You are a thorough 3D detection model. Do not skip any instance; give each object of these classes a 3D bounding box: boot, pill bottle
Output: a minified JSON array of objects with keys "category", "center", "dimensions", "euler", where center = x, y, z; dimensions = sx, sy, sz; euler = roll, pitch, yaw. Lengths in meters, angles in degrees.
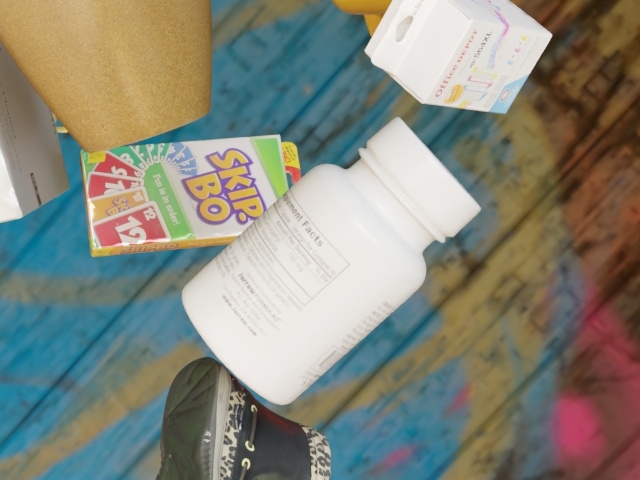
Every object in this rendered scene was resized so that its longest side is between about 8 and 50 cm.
[{"category":"boot","center":[-0.069,0.242,1.236],"dimensions":[0.179,0.085,0.236],"euler":[35,50,-40]},{"category":"pill bottle","center":[0.011,0.013,1.108],"dimensions":[0.131,0.229,0.131],"euler":[47,7,-7]}]

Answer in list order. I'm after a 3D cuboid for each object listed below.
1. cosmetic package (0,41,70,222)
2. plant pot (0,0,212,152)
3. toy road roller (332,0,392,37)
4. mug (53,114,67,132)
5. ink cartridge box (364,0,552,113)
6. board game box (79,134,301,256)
[{"category":"cosmetic package","center":[-0.407,-0.127,1.571],"dimensions":[0.385,0.156,0.217],"euler":[-101,179,-81]},{"category":"plant pot","center":[-0.190,-0.215,1.191],"dimensions":[0.237,0.237,0.254],"euler":[-87,160,-77]},{"category":"toy road roller","center":[0.124,-0.391,2.060],"dimensions":[0.203,0.240,0.329],"euler":[4,-44,28]},{"category":"mug","center":[-0.386,-0.170,1.883],"dimensions":[0.062,0.064,0.078],"euler":[39,39,11]},{"category":"ink cartridge box","center":[0.120,-0.179,1.245],"dimensions":[0.143,0.092,0.090],"euler":[-1,38,-47]},{"category":"board game box","center":[-0.143,-0.055,1.598],"dimensions":[0.039,0.260,0.124],"euler":[128,-45,-67]}]
